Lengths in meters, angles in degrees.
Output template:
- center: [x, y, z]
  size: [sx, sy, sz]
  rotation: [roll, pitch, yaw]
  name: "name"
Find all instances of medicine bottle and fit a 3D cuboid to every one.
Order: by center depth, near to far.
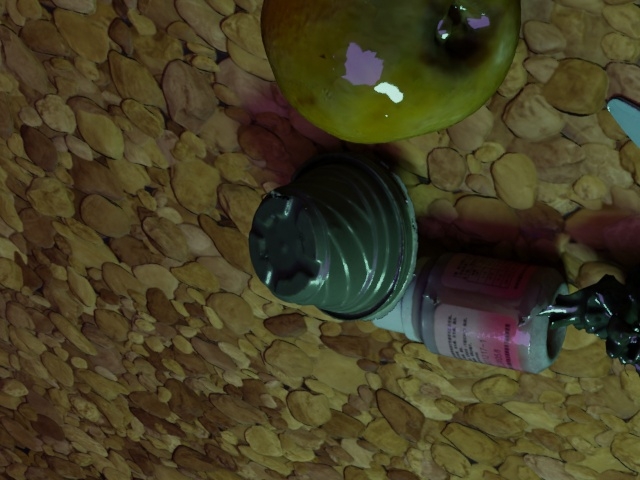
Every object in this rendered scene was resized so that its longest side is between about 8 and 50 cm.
- center: [0.194, 0.087, 1.467]
  size: [0.247, 0.147, 0.147]
  rotation: [10, 136, 27]
  name: "medicine bottle"

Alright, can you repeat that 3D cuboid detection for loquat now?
- center: [0.071, -0.232, 1.142]
  size: [0.274, 0.275, 0.275]
  rotation: [18, 139, 17]
  name: "loquat"

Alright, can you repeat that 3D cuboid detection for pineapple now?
- center: [0.442, 0.127, 1.313]
  size: [0.357, 0.223, 0.223]
  rotation: [28, 142, 19]
  name: "pineapple"

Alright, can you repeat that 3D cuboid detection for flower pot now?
- center: [0.000, 0.000, 1.431]
  size: [0.235, 0.140, 0.235]
  rotation: [7, 100, 44]
  name: "flower pot"

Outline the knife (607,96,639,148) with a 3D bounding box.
- center: [0.461, -0.063, 1.223]
  size: [0.331, 0.044, 0.080]
  rotation: [29, 148, 14]
  name: "knife"
